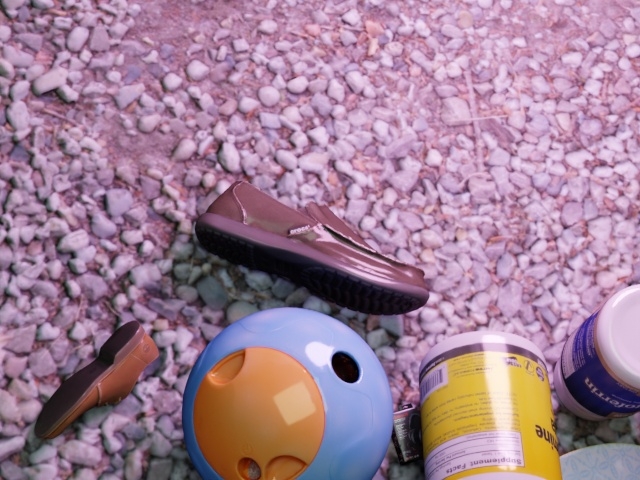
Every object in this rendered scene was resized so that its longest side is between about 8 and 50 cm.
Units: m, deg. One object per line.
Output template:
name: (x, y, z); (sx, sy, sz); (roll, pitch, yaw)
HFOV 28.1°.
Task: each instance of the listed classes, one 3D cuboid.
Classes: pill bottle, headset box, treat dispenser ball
pill bottle: (0.236, 0.307, 1.763); (0.188, 0.188, 0.334); (5, 52, -7)
headset box: (0.136, 0.282, 1.885); (0.062, 0.032, 0.083); (-13, 73, -13)
pill bottle: (0.435, 0.172, 1.849); (0.153, 0.265, 0.153); (2, 69, -7)
treat dispenser ball: (-0.045, 0.235, 1.737); (0.288, 0.288, 0.288); (3, 69, -8)

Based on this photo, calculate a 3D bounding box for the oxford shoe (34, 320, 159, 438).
oxford shoe: (-0.315, 0.215, 1.823); (0.212, 0.076, 0.076); (-43, 121, -11)

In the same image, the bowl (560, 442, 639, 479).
bowl: (0.408, 0.441, 1.783); (0.289, 0.289, 0.156); (-47, 126, -21)

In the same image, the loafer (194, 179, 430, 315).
loafer: (0.000, 0.000, 1.915); (0.366, 0.134, 0.130); (22, 68, -1)
